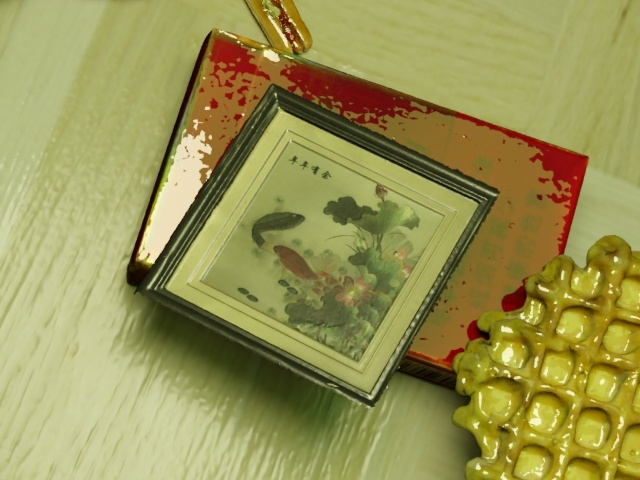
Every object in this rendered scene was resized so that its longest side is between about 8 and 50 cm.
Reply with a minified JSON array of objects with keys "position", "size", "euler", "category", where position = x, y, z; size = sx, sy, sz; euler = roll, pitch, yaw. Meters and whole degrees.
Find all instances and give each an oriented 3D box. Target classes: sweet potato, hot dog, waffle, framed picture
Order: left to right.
[{"position":[-0.035,-0.186,1.387],"size":[0.037,0.021,0.083],"euler":[-31,86,-19],"category":"hot dog"},{"position":[0.000,0.000,1.227],"size":[0.195,0.010,0.199],"euler":[26,68,14],"category":"framed picture"},{"position":[0.042,0.038,1.242],"size":[0.117,0.049,0.049],"euler":[-22,82,-11],"category":"sweet potato"},{"position":[0.222,0.133,1.255],"size":[0.249,0.056,0.253],"euler":[-38,84,-15],"category":"waffle"}]

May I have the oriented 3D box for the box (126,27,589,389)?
[{"position":[0.029,-0.016,1.323],"size":[0.313,0.089,0.197],"euler":[19,76,-8],"category":"box"}]
